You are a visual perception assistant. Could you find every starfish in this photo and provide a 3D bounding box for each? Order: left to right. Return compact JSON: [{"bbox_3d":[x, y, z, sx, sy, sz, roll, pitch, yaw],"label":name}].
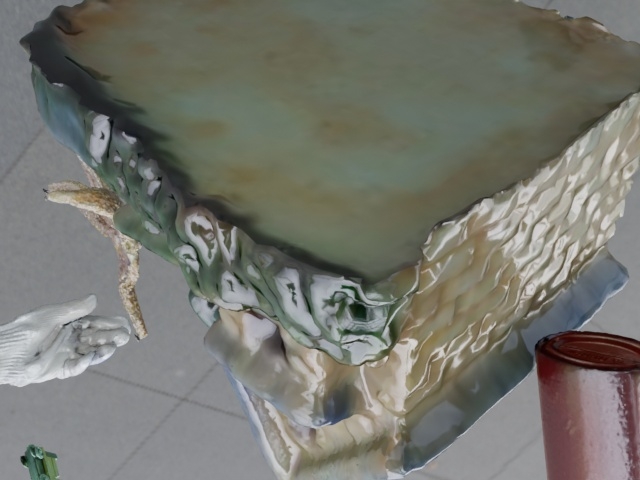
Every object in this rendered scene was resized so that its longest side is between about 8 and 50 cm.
[{"bbox_3d":[-0.443,-0.037,1.768,0.132,0.384,0.398,-35,160,-17],"label":"starfish"}]

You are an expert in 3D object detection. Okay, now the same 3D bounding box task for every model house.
[{"bbox_3d":[0.000,0.000,0.817,0.395,0.445,0.400,-37,143,-33],"label":"model house"}]

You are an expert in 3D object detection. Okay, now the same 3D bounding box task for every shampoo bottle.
[{"bbox_3d":[0.226,0.204,0.713,0.064,0.102,0.260,-22,111,-37],"label":"shampoo bottle"}]

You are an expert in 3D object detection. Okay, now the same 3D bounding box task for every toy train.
[{"bbox_3d":[-0.557,0.467,1.823,0.050,0.122,0.081,-37,144,13],"label":"toy train"}]

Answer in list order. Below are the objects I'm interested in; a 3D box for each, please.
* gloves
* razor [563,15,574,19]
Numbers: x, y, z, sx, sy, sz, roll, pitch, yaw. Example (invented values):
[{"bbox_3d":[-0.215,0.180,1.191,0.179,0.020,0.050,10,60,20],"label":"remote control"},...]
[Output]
[{"bbox_3d":[-0.376,0.139,1.253,0.229,0.097,0.119,-6,104,-21],"label":"gloves"},{"bbox_3d":[0.363,-0.285,1.374,0.066,0.190,0.033,19,137,4],"label":"razor"}]
